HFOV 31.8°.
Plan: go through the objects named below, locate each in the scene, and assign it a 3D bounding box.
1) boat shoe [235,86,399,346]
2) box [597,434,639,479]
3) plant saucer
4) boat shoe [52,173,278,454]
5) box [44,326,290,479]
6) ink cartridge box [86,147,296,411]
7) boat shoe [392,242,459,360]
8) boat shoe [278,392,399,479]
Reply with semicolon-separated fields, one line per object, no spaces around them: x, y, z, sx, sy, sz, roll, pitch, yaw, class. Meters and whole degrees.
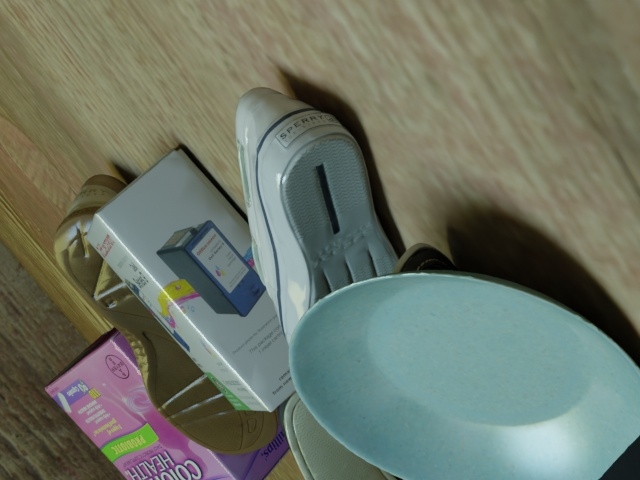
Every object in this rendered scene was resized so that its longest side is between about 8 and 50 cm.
0.000;0.000;0.686;0.076;0.083;0.226;49;156;41;boat shoe
0.218;0.192;0.498;0.153;0.108;0.207;23;150;55;box
0.080;0.072;0.596;0.195;0.037;0.195;12;138;11;plant saucer
-0.142;0.079;1.157;0.110;0.122;0.341;-88;-27;-58;boat shoe
-0.183;0.206;1.372;0.243;0.117;0.213;49;140;-7;box
-0.094;0.038;0.949;0.212;0.093;0.154;51;164;-4;ink cartridge box
0.076;0.048;0.633;0.038;0.046;0.125;32;160;42;boat shoe
0.020;0.218;1.084;0.079;0.084;0.233;23;154;53;boat shoe
